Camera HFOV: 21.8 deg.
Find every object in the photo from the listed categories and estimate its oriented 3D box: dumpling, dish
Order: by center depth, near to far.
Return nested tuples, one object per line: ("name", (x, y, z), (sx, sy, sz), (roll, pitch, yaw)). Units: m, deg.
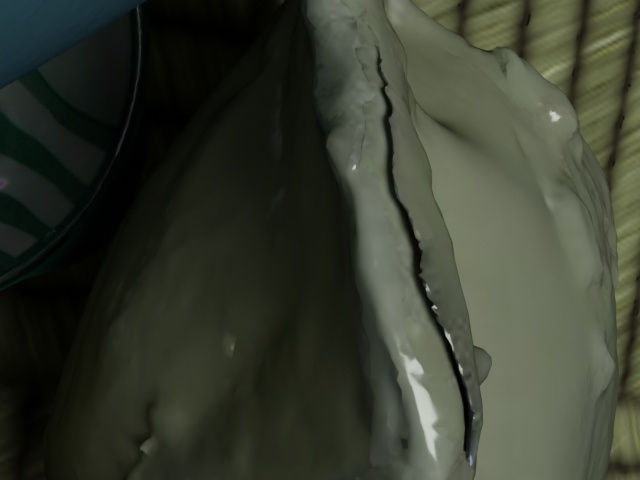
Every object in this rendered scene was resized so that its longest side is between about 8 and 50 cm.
("dish", (-0.175, -0.062, 0.608), (0.246, 0.078, 0.224), (-52, 125, -18))
("dumpling", (0.000, 0.000, 0.629), (0.233, 0.395, 0.316), (-7, 83, 1))

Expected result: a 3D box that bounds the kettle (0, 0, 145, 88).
("kettle", (-0.116, -0.197, 0.473), (0.342, 0.319, 0.247), (-36, 147, -42))
